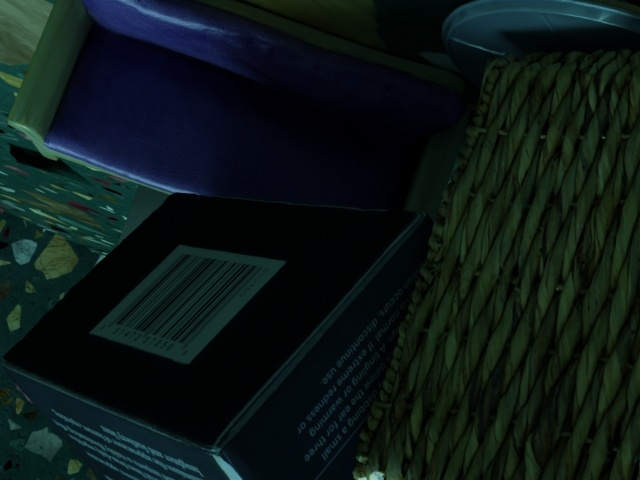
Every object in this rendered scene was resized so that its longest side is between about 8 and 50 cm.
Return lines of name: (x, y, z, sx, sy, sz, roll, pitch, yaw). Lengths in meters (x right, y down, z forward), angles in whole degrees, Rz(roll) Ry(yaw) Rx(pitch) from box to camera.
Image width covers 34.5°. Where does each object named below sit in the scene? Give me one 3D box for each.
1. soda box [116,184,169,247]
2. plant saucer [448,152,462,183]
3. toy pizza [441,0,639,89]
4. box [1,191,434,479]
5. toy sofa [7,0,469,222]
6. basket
soda box: (-0.134, -0.024, 1.009, 0.091, 0.286, 0.098, 18, 170, 0)
plant saucer: (0.133, -0.064, 1.061, 0.119, 0.021, 0.119, 18, 170, 3)
toy pizza: (0.178, -0.116, 0.673, 0.201, 0.032, 0.201, 19, 171, 3)
box: (0.003, 0.180, 0.791, 0.293, 0.212, 0.395, 8, 136, 49)
toy sofa: (-0.066, -0.100, 0.877, 0.362, 0.150, 0.177, 20, 171, -2)
basket: (0.196, 0.057, 0.600, 0.213, 0.299, 0.223, 27, 168, -39)
